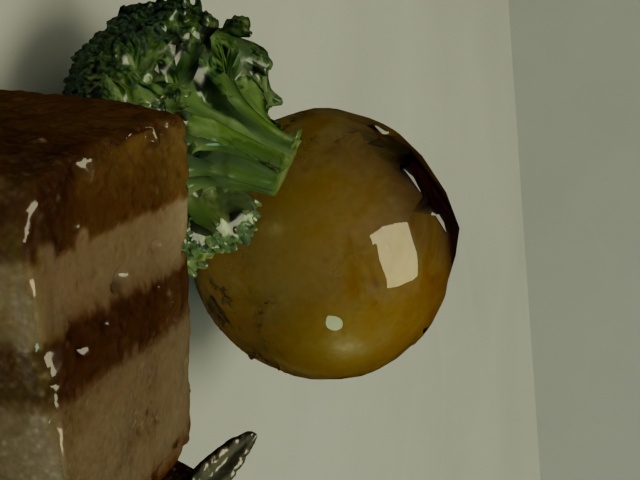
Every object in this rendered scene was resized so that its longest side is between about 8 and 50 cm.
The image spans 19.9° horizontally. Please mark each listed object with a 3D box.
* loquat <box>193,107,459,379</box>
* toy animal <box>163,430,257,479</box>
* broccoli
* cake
[{"bbox_3d":[0.000,0.000,1.549,0.235,0.235,0.235,1,90,-72],"label":"loquat"},{"bbox_3d":[-0.136,0.165,1.223,0.260,0.243,0.087,-46,123,-28],"label":"toy animal"},{"bbox_3d":[-0.104,-0.077,1.311,0.226,0.176,0.198,165,-64,-75],"label":"broccoli"},{"bbox_3d":[-0.192,0.066,1.044,0.199,0.196,0.293,-42,135,-64],"label":"cake"}]
